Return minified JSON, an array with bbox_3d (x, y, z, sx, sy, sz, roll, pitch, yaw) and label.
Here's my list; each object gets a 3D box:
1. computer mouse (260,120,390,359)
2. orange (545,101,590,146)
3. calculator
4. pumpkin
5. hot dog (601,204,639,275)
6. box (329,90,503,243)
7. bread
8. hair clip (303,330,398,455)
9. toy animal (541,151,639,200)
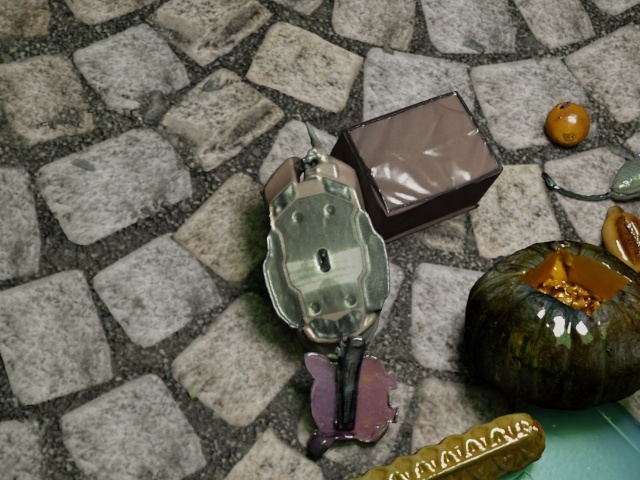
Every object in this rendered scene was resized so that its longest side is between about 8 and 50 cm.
[{"bbox_3d":[0.000,0.003,1.768,0.199,0.115,0.389,-10,80,0],"label":"computer mouse"},{"bbox_3d":[0.458,-0.215,2.028,0.083,0.083,0.083,5,62,-10],"label":"orange"},{"bbox_3d":[0.382,0.376,1.717,0.386,0.054,0.256,-37,75,-23],"label":"calculator"},{"bbox_3d":[0.388,0.132,1.736,0.320,0.192,0.320,2,39,-2],"label":"pumpkin"},{"bbox_3d":[0.541,-0.001,1.948,0.089,0.060,0.140,-12,73,-22],"label":"hot dog"},{"bbox_3d":[0.154,-0.120,1.870,0.252,0.153,0.188,-18,69,-22],"label":"box"},{"bbox_3d":[0.171,0.352,1.642,0.367,0.077,0.084,-20,55,-10],"label":"bread"},{"bbox_3d":[0.049,0.231,1.687,0.146,0.056,0.187,-2,99,-12],"label":"hair clip"},{"bbox_3d":[0.539,-0.107,2.005,0.253,0.070,0.079,-13,30,-5],"label":"toy animal"}]
